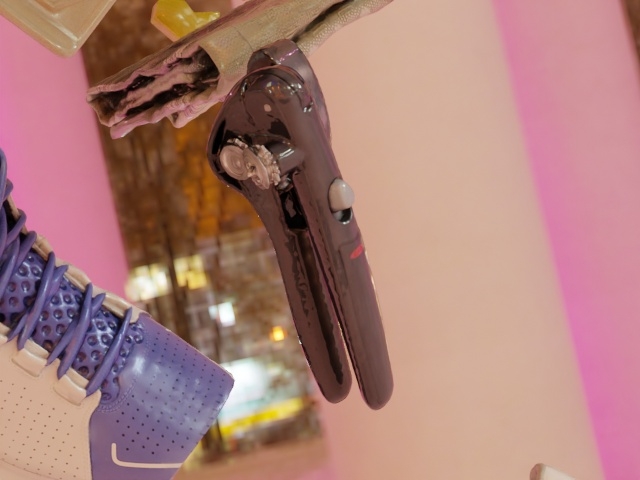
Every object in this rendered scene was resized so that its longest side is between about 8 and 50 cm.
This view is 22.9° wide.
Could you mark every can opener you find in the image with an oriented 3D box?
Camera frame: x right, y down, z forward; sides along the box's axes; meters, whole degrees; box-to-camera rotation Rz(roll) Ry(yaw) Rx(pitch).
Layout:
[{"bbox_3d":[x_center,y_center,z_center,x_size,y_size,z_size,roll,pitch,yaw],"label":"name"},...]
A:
[{"bbox_3d":[0.000,0.000,0.741,0.059,0.186,0.073,4,29,47],"label":"can opener"}]

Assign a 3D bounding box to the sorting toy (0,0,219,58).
[{"bbox_3d":[-0.218,-0.278,1.451,0.229,0.307,0.041,-57,10,-20],"label":"sorting toy"}]

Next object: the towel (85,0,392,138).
[{"bbox_3d":[0.027,-0.149,0.945,0.324,0.056,0.312,-31,10,-17],"label":"towel"}]

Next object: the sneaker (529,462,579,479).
[{"bbox_3d":[0.109,0.318,1.282,0.330,0.146,0.122,-45,1,-4],"label":"sneaker"}]

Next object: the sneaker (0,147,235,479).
[{"bbox_3d":[-0.198,0.030,0.911,0.315,0.127,0.182,27,-38,-2],"label":"sneaker"}]
